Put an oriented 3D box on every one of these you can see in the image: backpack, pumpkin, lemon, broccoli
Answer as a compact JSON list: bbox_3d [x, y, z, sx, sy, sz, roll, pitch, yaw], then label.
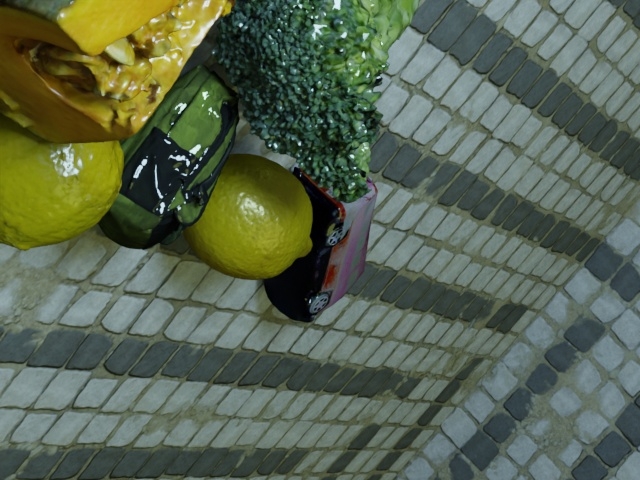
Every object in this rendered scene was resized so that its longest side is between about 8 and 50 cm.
[{"bbox_3d":[-0.193,-0.106,1.623,0.253,0.140,0.207,-58,-172,-15],"label":"backpack"},{"bbox_3d":[-0.244,-0.250,1.251,0.225,0.256,0.303,-63,158,-24],"label":"pumpkin"},{"bbox_3d":[-0.111,-0.035,1.840,0.244,0.187,0.187,33,103,-30],"label":"lemon"},{"bbox_3d":[-0.335,-0.086,1.446,0.231,0.192,0.192,-20,155,12],"label":"lemon"},{"bbox_3d":[0.024,-0.305,1.599,0.397,0.275,0.353,-59,168,-30],"label":"broccoli"}]

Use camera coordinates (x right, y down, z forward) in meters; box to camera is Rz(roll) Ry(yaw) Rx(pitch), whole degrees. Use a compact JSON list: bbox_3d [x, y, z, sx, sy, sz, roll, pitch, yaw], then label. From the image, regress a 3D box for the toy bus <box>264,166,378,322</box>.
[{"bbox_3d":[0.000,0.000,2.087,0.147,0.127,0.303,-30,149,-31],"label":"toy bus"}]
